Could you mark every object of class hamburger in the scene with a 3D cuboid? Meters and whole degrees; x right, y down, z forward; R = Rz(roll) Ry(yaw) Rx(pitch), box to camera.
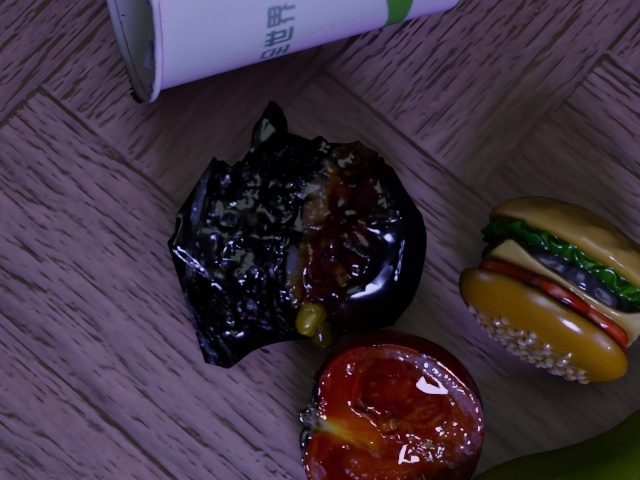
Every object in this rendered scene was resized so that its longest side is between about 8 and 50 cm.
[{"bbox_3d":[0.184,0.038,1.382,0.162,0.162,0.115,32,80,7],"label":"hamburger"}]

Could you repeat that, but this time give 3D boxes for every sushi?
[{"bbox_3d":[0.000,0.000,1.384,0.150,0.153,0.172,13,52,22],"label":"sushi"}]

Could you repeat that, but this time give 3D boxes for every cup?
[{"bbox_3d":[-0.037,-0.251,1.415,0.274,0.253,0.253,-11,75,-12],"label":"cup"}]

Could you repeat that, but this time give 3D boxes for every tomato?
[{"bbox_3d":[0.055,0.135,1.378,0.139,0.091,0.159,11,110,4],"label":"tomato"}]

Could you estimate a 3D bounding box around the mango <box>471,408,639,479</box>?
[{"bbox_3d":[0.195,0.228,1.334,0.293,0.143,0.175,-31,89,-19],"label":"mango"}]
